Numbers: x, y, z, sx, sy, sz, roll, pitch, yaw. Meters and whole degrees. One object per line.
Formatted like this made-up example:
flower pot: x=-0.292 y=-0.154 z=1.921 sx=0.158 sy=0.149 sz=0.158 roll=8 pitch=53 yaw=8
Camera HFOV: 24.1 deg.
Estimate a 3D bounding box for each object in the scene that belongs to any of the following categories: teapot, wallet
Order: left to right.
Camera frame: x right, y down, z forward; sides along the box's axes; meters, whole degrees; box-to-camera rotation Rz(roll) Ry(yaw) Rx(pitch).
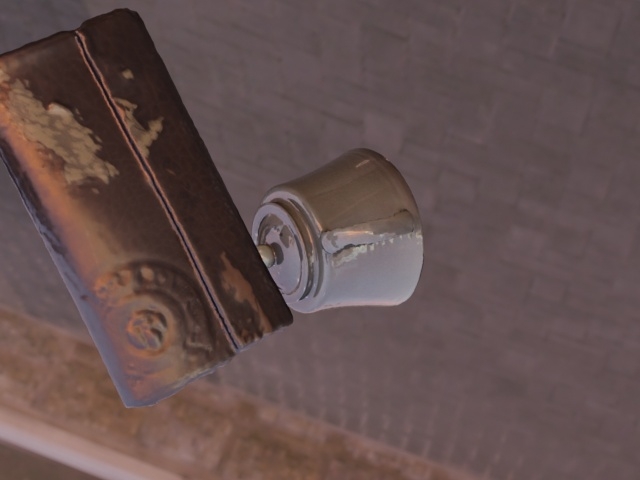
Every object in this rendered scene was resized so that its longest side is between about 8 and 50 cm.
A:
wallet: x=-0.160 y=-0.032 z=1.279 sx=0.321 sy=0.170 sz=0.044 roll=64 pitch=158 yaw=-3
teapot: x=0.000 y=0.000 z=1.454 sx=0.149 sy=0.162 sz=0.239 roll=-13 pitch=-177 yaw=-31
